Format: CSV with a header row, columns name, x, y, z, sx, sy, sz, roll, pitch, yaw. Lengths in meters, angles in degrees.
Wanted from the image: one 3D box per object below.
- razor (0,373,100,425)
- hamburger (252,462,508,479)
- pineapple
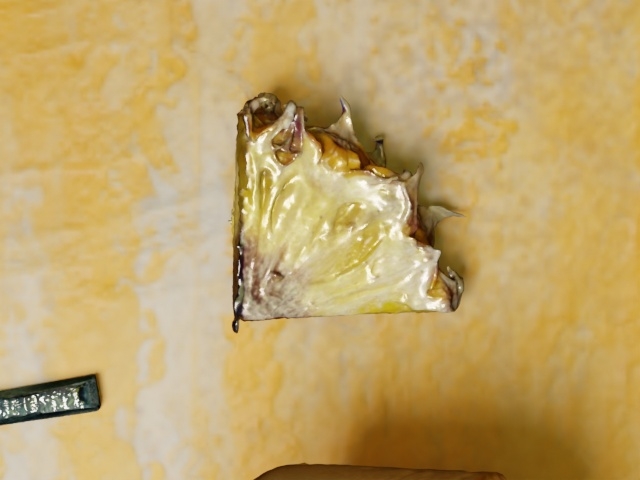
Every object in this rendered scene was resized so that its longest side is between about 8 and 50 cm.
name,x,y,z,sx,sy,sz,roll,pitch,yaw
razor,-0.199,0.084,0.772,0.190,0.033,0.066,-9,87,-7
hamburger,0.018,0.232,0.645,0.176,0.300,0.300,17,87,15
pineapple,0.000,0.000,0.758,0.137,0.069,0.116,42,86,-1
